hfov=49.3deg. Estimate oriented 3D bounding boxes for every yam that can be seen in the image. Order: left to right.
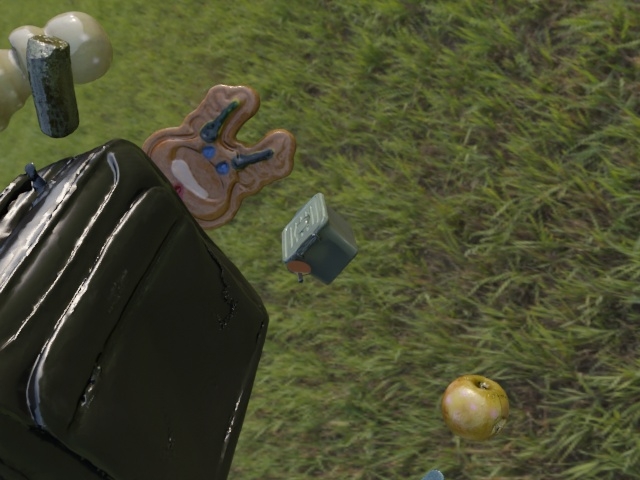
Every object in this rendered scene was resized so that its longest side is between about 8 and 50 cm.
[{"bbox_3d":[-0.264,-0.152,0.689,0.043,0.043,0.094,-122,29,-49],"label":"yam"}]

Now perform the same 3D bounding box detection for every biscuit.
[{"bbox_3d":[-0.208,-0.122,1.220,0.334,0.202,0.047,-34,11,15],"label":"biscuit"}]

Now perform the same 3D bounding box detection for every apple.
[{"bbox_3d":[0.321,0.353,1.456,0.146,0.147,0.146,-26,58,53],"label":"apple"}]

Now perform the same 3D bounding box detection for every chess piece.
[{"bbox_3d":[-0.506,-0.294,1.195,0.167,0.300,0.167,55,164,24],"label":"chess piece"}]

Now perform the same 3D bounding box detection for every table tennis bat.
[{"bbox_3d":[-0.043,0.063,1.421,0.083,0.050,0.007,-102,21,-63],"label":"table tennis bat"}]

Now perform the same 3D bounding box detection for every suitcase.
[{"bbox_3d":[-0.214,0.107,0.661,0.188,0.339,0.345,-15,37,27],"label":"suitcase"}]

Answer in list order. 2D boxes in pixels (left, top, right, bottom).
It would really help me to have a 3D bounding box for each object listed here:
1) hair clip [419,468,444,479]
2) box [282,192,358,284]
[{"bbox_3d":[0.135,0.503,1.283,0.230,0.070,0.039,-34,59,-5],"label":"hair clip"},{"bbox_3d":[0.000,0.000,1.788,0.163,0.135,0.243,-47,17,13],"label":"box"}]
